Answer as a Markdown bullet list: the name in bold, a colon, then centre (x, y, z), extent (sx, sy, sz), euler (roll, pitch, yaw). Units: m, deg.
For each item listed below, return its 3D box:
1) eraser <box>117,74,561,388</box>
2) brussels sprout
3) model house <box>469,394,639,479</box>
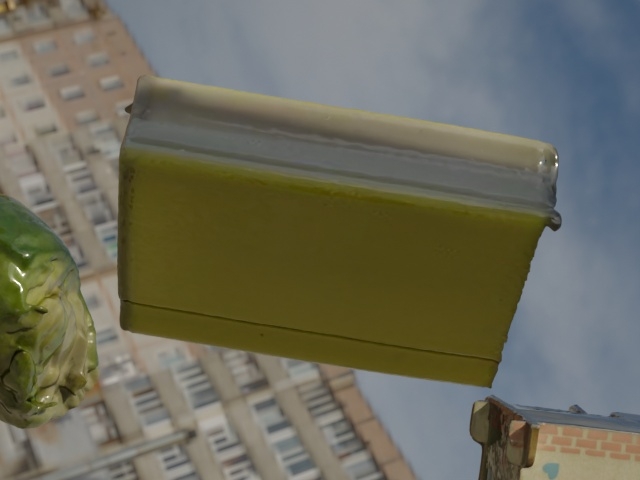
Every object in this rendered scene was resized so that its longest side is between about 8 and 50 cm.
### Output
- **eraser**: centre (0.000, 0.000, 0.767), extent (0.158, 0.226, 0.069), euler (100, -1, -53)
- **brussels sprout**: centre (-0.240, 0.049, 1.078), extent (0.145, 0.131, 0.183), euler (21, -40, 21)
- **model house**: centre (0.263, 0.254, 1.054), extent (0.169, 0.326, 0.244), euler (78, 19, -87)
